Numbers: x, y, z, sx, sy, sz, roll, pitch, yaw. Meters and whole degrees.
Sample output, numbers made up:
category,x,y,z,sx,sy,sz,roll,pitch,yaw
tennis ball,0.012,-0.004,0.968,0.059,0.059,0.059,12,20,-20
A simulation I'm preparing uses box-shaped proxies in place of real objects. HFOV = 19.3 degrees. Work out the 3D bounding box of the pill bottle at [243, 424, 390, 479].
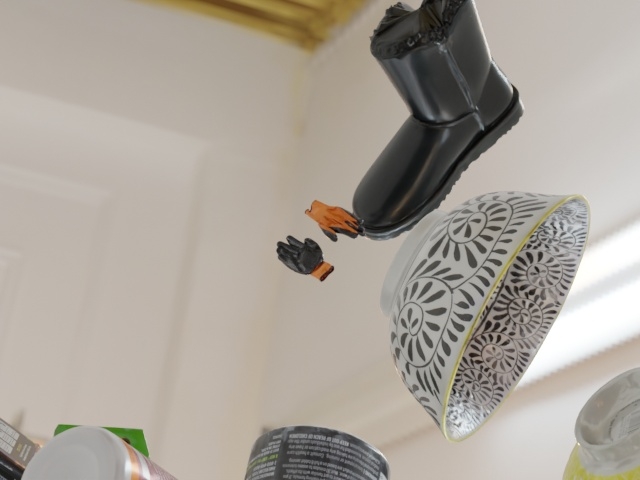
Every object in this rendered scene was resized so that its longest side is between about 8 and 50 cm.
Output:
category,x,y,z,sx,sy,sz,roll,pitch,yaw
pill bottle,-0.020,0.294,1.627,0.130,0.130,0.245,127,-20,-53

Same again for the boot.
category,x,y,z,sx,sy,sz,roll,pitch,yaw
boot,0.095,-0.144,2.022,0.246,0.207,0.094,-43,-136,-7

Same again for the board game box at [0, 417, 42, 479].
category,x,y,z,sx,sy,sz,roll,pitch,yaw
board game box,-0.311,0.178,1.659,0.048,0.141,0.170,-54,-176,-2

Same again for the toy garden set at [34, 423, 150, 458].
category,x,y,z,sx,sy,sz,roll,pitch,yaw
toy garden set,-0.271,0.316,2.084,0.049,0.204,0.244,-56,-140,38

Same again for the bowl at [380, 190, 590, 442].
category,x,y,z,sx,sy,sz,roll,pitch,yaw
bowl,0.089,0.031,1.150,0.170,0.080,0.170,-49,157,-29

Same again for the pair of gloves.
category,x,y,z,sx,sy,sz,roll,pitch,yaw
pair of gloves,0.000,0.000,1.851,0.074,0.010,0.083,28,-111,37

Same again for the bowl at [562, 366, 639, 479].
category,x,y,z,sx,sy,sz,roll,pitch,yaw
bowl,0.342,0.219,1.877,0.289,0.156,0.289,-34,-158,16

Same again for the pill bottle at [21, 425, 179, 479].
category,x,y,z,sx,sy,sz,roll,pitch,yaw
pill bottle,-0.122,0.188,1.234,0.086,0.152,0.086,-18,-127,25
